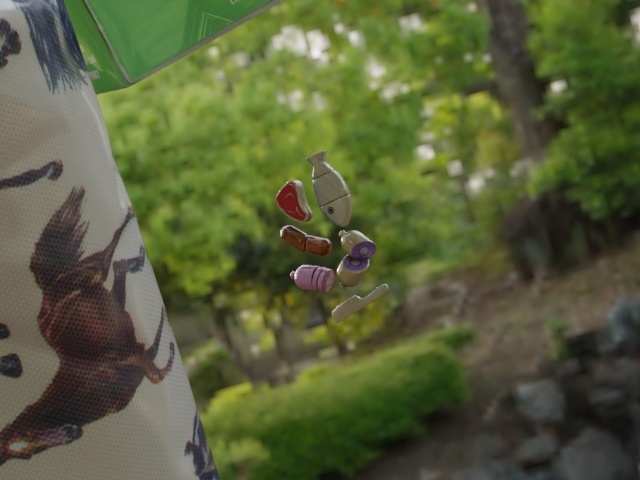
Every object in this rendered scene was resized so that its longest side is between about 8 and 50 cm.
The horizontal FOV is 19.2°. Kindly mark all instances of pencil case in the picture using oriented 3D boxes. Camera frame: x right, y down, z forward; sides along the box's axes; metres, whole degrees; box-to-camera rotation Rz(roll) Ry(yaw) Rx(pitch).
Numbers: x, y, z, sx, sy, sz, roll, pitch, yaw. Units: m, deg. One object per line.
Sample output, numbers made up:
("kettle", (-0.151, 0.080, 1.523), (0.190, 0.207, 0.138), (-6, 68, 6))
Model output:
("pencil case", (-0.154, 0.032, 0.746), (0.184, 0.410, 0.160), (-18, 29, -8))

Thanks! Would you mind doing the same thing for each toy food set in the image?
("toy food set", (0.000, 0.000, 1.464), (0.078, 0.122, 0.019), (-34, -11, 29))

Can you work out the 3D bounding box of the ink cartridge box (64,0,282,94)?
("ink cartridge box", (-0.152, -0.221, 0.952), (0.122, 0.289, 0.211), (-32, 14, -21))
